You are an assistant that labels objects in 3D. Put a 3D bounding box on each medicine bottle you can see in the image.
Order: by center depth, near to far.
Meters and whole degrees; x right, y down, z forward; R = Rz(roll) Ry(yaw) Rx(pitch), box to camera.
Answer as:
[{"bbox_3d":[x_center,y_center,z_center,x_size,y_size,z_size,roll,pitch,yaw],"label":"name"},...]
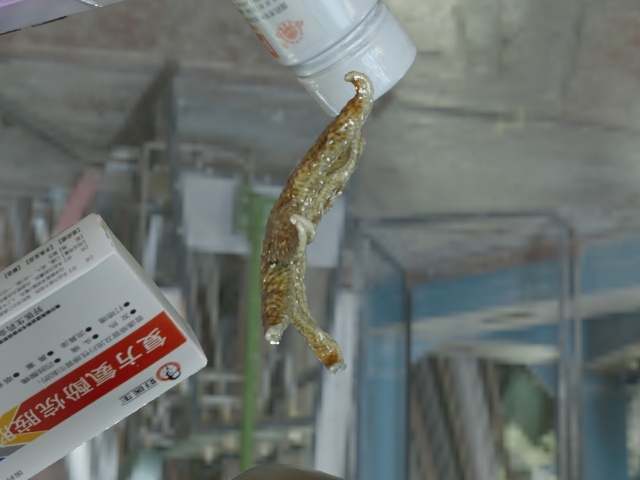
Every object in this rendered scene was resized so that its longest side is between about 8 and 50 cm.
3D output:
[{"bbox_3d":[-0.014,-0.265,1.950,0.252,0.144,0.144,49,143,-19],"label":"medicine bottle"}]

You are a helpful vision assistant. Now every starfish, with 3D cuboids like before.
[{"bbox_3d":[-0.010,0.000,1.836,0.094,0.375,0.327,11,136,10],"label":"starfish"}]

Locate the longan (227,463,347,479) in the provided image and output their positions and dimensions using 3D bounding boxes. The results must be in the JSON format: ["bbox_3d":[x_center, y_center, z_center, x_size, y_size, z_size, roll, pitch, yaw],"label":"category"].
[{"bbox_3d":[-0.038,0.383,1.894,0.288,0.288,0.350,4,-154,-9],"label":"longan"}]

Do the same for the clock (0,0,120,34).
[{"bbox_3d":[-0.242,-0.246,1.424,0.197,0.150,0.063,-12,170,17],"label":"clock"}]

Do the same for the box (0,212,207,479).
[{"bbox_3d":[-0.305,0.141,1.726,0.353,0.069,0.214,-31,140,2],"label":"box"}]
